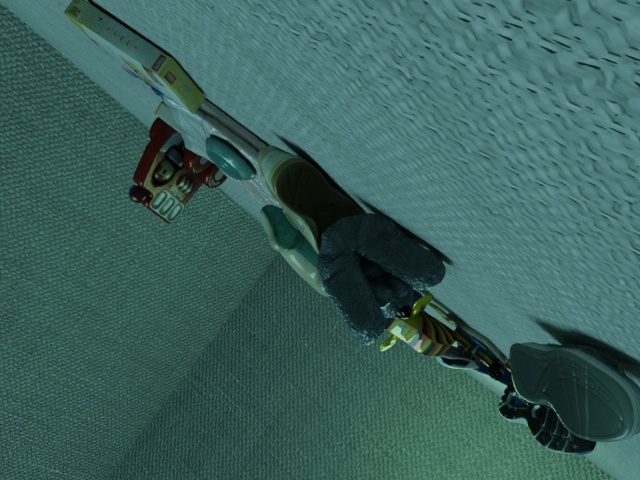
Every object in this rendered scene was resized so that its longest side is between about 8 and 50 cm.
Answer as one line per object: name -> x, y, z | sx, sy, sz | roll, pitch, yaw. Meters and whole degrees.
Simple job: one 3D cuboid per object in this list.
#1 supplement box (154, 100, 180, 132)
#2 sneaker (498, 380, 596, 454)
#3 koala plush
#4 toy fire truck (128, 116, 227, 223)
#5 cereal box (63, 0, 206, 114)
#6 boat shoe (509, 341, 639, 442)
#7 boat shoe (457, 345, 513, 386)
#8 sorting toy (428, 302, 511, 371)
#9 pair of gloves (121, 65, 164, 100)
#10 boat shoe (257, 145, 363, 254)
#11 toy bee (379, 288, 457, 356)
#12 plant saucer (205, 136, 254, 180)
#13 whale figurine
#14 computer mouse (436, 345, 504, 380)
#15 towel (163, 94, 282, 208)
supplement box -> -0.332, -0.286, 2.093 | 0.098, 0.036, 0.062 | 37, -160, 5
sneaker -> 0.568, 0.427, 2.134 | 0.147, 0.130, 0.330 | 22, -178, -18
koala plush -> 0.103, 0.067, 1.546 | 0.203, 0.196, 0.221 | 48, -179, 23
toy fire truck -> -0.399, -0.185, 2.415 | 0.169, 0.254, 0.302 | 36, 176, 20
cereal box -> -0.332, -0.334, 1.614 | 0.240, 0.047, 0.173 | 36, 176, 20
boat shoe -> 0.374, 0.201, 1.266 | 0.320, 0.103, 0.118 | -177, 79, -78
boat shoe -> 0.437, 0.328, 2.331 | 0.183, 0.066, 0.066 | 35, 177, 25
sorting toy -> 0.364, 0.246, 2.175 | 0.274, 0.046, 0.132 | 35, 175, 41
pair of gloves -> -0.360, -0.340, 1.978 | 0.198, 0.023, 0.159 | 39, 174, -38
boat shoe -> -0.012, -0.061, 1.578 | 0.098, 0.109, 0.302 | 44, 178, 43
toy bee -> 0.170, 0.186, 2.112 | 0.298, 0.195, 0.162 | 22, -149, 21
plant saucer -> -0.180, -0.152, 1.726 | 0.119, 0.021, 0.119 | 36, 166, 10
whale figurine -> 0.000, 0.000, 1.726 | 0.272, 0.141, 0.216 | 32, -153, -49
computer mouse -> 0.362, 0.301, 2.227 | 0.192, 0.042, 0.106 | 15, -159, -5
towel -> -0.172, -0.168, 1.830 | 0.317, 0.053, 0.332 | 37, 170, 6
